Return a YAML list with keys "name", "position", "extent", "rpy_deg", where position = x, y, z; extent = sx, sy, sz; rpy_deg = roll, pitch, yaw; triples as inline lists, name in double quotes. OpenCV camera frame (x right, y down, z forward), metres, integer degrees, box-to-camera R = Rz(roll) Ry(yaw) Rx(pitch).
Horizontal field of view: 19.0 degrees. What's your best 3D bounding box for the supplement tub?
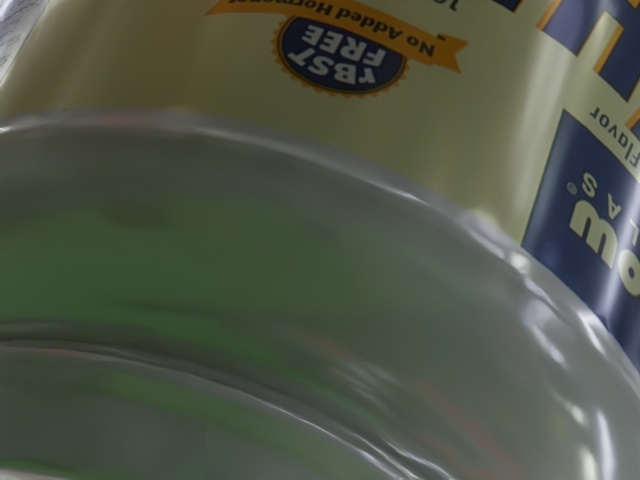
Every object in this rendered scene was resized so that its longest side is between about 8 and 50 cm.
- name: "supplement tub"
  position: [0.000, 0.000, 0.570]
  extent: [0.235, 0.235, 0.324]
  rpy_deg: [0, -134, 24]
